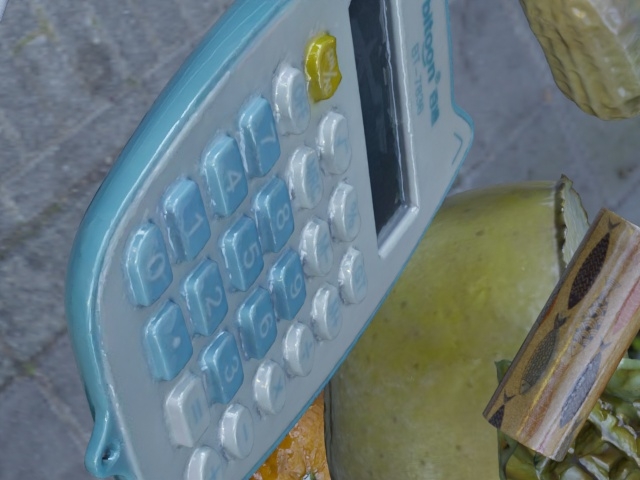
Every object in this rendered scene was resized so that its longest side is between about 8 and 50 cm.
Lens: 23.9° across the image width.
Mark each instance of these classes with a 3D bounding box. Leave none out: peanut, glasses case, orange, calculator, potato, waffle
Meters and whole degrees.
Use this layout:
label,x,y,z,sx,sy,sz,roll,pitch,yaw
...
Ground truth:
label,x,y,z,sx,sy,sz,roll,pitch,yaw
peanut,0.180,-0.154,0.985,0.093,0.083,0.194,-42,136,-9
glasses case,0.182,0.066,1.045,0.064,0.041,0.170,29,97,-4
orange,-0.080,0.320,2.092,0.284,0.226,0.284,-1,92,-35
calculator,-0.018,-0.019,0.806,0.386,0.054,0.256,-56,149,-39
potato,0.163,0.171,1.602,0.385,0.319,0.442,18,64,-72
waffle,0.239,0.184,1.181,0.054,0.204,0.223,-67,154,-59

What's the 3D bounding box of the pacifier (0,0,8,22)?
label,x,y,z,sx,sy,sz,roll,pitch,yaw
pacifier,-0.373,-0.188,1.212,0.238,0.287,0.226,-42,126,18
